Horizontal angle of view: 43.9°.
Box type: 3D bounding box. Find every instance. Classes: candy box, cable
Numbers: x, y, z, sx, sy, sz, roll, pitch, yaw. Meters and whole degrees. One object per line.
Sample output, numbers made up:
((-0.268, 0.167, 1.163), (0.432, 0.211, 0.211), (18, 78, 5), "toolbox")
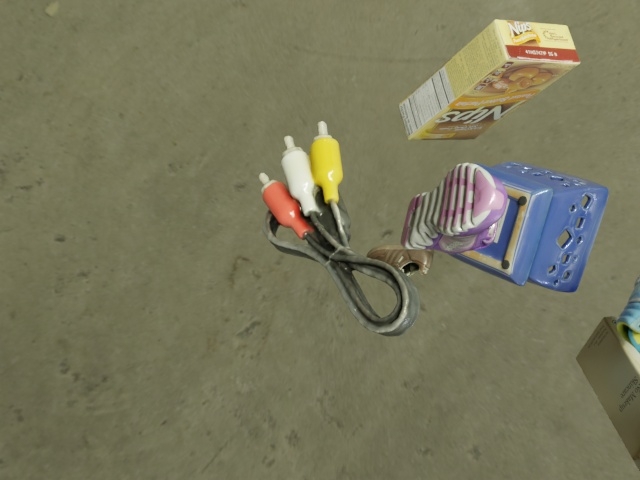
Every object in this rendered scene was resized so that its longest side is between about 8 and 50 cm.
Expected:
((0.314, -0.298, 1.530), (0.183, 0.316, 0.087), (-4, 72, -30), "candy box")
((0.000, 0.000, 0.849), (0.139, 0.287, 0.072), (-41, 133, 18), "cable")

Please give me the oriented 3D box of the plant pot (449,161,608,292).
((0.406, -0.035, 1.626), (0.212, 0.236, 0.235), (2, 107, -40), "plant pot")

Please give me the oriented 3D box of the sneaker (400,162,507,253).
((0.194, -0.031, 1.047), (0.105, 0.236, 0.095), (18, 76, -11), "sneaker")

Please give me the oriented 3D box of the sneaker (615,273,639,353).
((0.694, 0.143, 1.467), (0.127, 0.319, 0.208), (50, 62, -12), "sneaker")

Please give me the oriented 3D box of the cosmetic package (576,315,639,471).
((0.688, 0.324, 1.694), (0.113, 0.309, 0.160), (-2, 134, -17), "cosmetic package")

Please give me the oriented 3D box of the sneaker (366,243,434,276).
((0.172, 0.051, 1.805), (0.066, 0.188, 0.071), (31, 62, -35), "sneaker")
